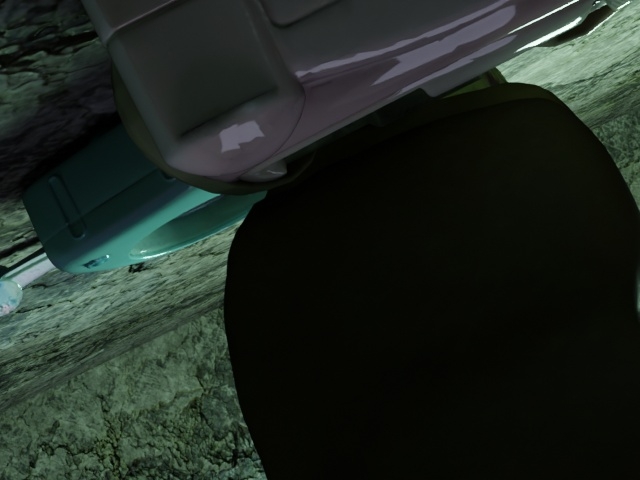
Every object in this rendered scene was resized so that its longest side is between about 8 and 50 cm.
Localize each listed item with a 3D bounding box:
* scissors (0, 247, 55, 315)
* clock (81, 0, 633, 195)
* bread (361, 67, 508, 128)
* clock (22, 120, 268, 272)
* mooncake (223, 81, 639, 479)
[{"bbox_3d":[-0.352,0.056,1.075,0.256,0.030,0.125,-33,143,-5],"label":"scissors"},{"bbox_3d":[0.037,-0.145,0.513,0.342,0.184,0.326,-21,178,0],"label":"clock"},{"bbox_3d":[0.121,-0.116,1.022,0.155,0.187,0.338,-32,171,22],"label":"bread"},{"bbox_3d":[-0.119,-0.060,0.931,0.223,0.094,0.274,-28,175,21],"label":"clock"},{"bbox_3d":[0.138,0.112,0.706,0.262,0.467,0.467,-25,174,16],"label":"mooncake"}]
